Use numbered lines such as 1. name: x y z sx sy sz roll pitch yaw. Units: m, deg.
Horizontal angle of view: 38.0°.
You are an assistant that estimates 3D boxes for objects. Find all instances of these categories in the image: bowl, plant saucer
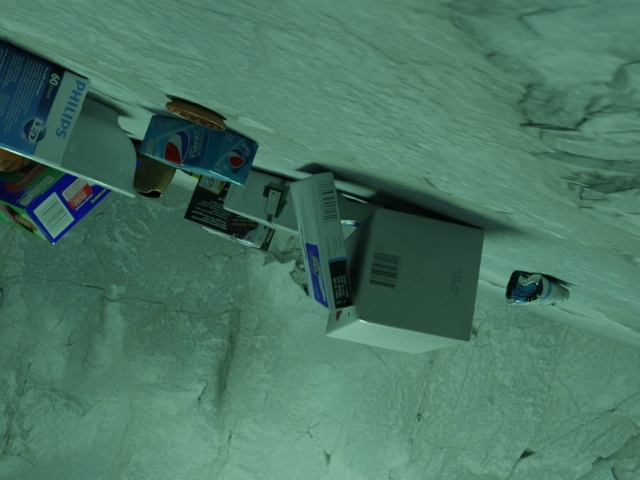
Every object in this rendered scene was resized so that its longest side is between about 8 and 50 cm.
1. bowl: -0.444 -0.188 1.631 0.298 0.134 0.298 20 178 1
2. plant saucer: -0.164 -0.167 1.226 0.083 0.013 0.083 19 177 1

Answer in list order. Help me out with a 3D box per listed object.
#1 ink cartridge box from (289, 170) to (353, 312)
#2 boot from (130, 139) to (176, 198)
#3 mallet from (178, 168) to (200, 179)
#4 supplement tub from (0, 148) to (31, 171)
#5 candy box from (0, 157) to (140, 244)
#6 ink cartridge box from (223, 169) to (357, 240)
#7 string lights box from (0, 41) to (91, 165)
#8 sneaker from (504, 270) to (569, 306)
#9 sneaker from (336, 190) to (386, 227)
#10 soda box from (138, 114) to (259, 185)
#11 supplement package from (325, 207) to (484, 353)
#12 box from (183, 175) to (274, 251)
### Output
1. ink cartridge box: 0.000 0.000 1.457 0.045 0.206 0.208 -10 -177 -10
2. boot: -0.442 -0.175 2.156 0.112 0.115 0.305 20 180 -43
3. mallet: -0.300 -0.146 2.203 0.039 0.062 0.190 21 178 -39
4. supplement tub: -0.742 -0.252 1.941 0.316 0.193 0.193 19 177 33
5. candy box: -0.598 -0.152 2.017 0.317 0.268 0.122 17 146 41
6. ink cartridge box: -0.048 -0.057 1.764 0.219 0.092 0.160 18 177 38
7. string lights box: -0.467 -0.212 1.285 0.260 0.133 0.077 22 176 -35
8. sneaker: 0.425 0.104 1.820 0.083 0.071 0.191 15 179 -11
9. sneaker: 0.063 -0.042 1.614 0.152 0.058 0.084 11 164 33
10. soda box: -0.188 -0.139 1.412 0.071 0.067 0.210 22 176 -41
11. supplement package: 0.126 0.076 1.501 0.175 0.177 0.293 11 167 -7
12. box: -0.177 -0.068 2.008 0.163 0.142 0.247 20 178 5
